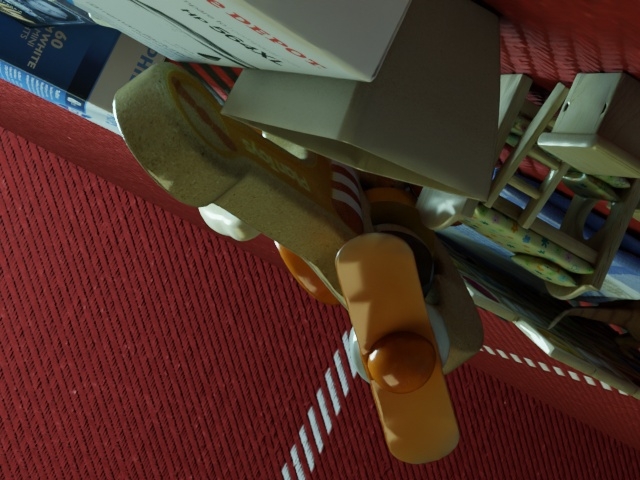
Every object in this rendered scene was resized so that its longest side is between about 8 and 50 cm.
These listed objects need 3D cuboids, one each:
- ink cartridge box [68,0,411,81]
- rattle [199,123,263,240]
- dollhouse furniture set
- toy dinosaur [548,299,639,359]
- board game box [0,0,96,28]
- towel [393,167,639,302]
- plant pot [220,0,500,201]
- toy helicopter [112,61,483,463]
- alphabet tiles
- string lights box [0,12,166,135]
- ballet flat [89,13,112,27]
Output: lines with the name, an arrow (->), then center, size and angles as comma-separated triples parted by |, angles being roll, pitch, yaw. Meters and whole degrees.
ink cartridge box -> -0.064, -0.149, 0.718 | 0.148, 0.086, 0.203 | 28, 174, -32
rattle -> -0.084, -0.095, 1.363 | 0.143, 0.130, 0.199 | 41, -167, -31
dollhouse furniture set -> 0.178, -0.011, 0.869 | 0.182, 0.101, 0.161 | 27, 173, -24
toy dinosaur -> 0.287, 0.071, 1.362 | 0.212, 0.064, 0.112 | 8, 170, -13
board game box -> -0.284, -0.231, 1.085 | 0.243, 0.042, 0.165 | 28, 173, -27
towel -> 0.177, -0.005, 1.261 | 0.209, 0.034, 0.285 | 28, 172, -13
plant pot -> 0.032, -0.088, 0.778 | 0.109, 0.096, 0.109 | 20, 180, -40
toy helicopter -> 0.000, 0.000, 0.929 | 0.355, 0.140, 0.235 | 30, -148, -50
alphabet tiles -> 0.215, 0.070, 1.408 | 0.343, 0.011, 0.285 | 26, -167, -35
string lights box -> -0.266, -0.181, 1.281 | 0.260, 0.076, 0.133 | 26, 174, -8
ballet flat -> -0.140, -0.171, 0.911 | 0.206, 0.067, 0.073 | 23, 175, 16
